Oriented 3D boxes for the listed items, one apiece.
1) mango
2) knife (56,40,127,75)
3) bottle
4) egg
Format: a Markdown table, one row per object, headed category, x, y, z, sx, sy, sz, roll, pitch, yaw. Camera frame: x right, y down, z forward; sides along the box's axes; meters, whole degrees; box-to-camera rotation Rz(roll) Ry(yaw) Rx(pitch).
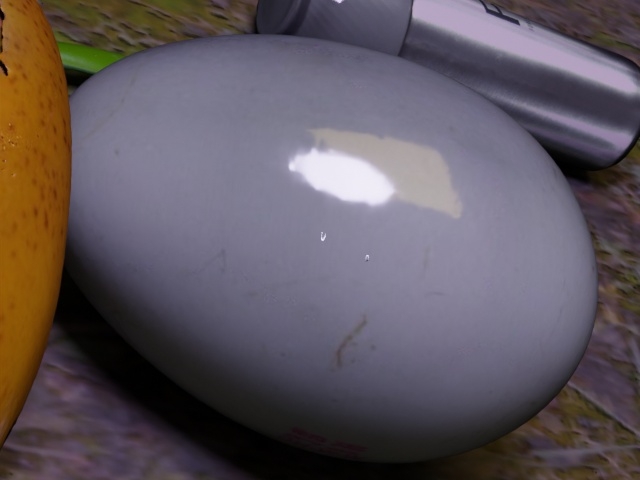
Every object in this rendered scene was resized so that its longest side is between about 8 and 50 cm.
| category | x | y | z | sx | sy | sz | roll | pitch | yaw |
| --- | --- | --- | --- | --- | --- | --- | --- | --- | --- |
| mango | -0.173 | -0.014 | 0.743 | 0.160 | 0.191 | 0.290 | 9 | 47 | -23 |
| knife | -0.134 | -0.089 | 1.006 | 0.166 | 0.022 | 0.078 | 7 | 48 | -34 |
| bottle | 0.080 | -0.111 | 1.172 | 0.254 | 0.079 | 0.096 | 16 | 1 | -27 |
| egg | 0.000 | 0.000 | 0.871 | 0.264 | 0.183 | 0.183 | 22 | 36 | -10 |
